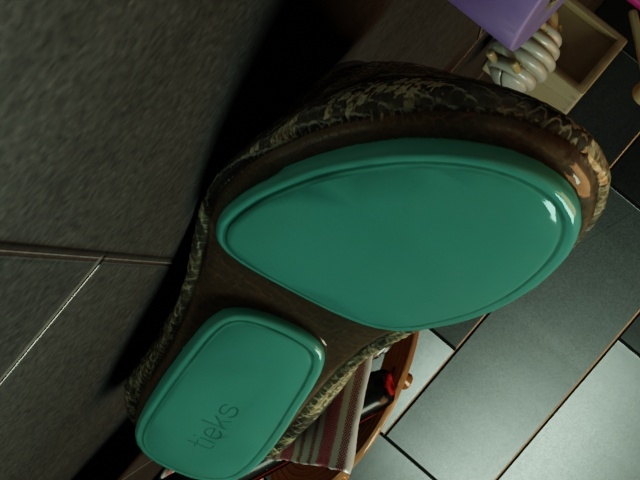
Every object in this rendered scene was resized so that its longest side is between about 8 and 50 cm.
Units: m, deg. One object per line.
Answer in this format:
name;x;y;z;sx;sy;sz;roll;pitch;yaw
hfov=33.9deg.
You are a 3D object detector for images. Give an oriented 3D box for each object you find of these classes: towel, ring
towel;-0.013;0.103;0.823;0.197;0.029;0.144;-10;-114;59
ring;0.033;0.186;1.376;0.336;0.032;0.336;-49;-158;27

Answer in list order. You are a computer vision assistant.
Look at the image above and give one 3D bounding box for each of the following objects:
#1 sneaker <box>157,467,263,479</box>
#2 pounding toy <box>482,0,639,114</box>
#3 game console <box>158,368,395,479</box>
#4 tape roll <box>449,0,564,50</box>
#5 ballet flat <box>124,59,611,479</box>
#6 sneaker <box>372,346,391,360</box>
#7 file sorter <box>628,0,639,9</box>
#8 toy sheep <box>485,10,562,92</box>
sneaker;-0.166;0.378;1.751;0.314;0.136;0.116;-46;172;-29
pounding toy;0.355;-0.237;1.407;0.181;0.206;0.094;-47;174;-28
game console;-0.106;0.237;1.089;0.386;0.060;0.342;-28;169;-5
tape roll;0.136;-0.203;0.575;0.189;0.080;0.189;-50;175;-6
ballet flat;0.000;0.000;0.645;0.483;0.164;0.182;-48;-160;53
sneaker;0.064;-0.004;1.074;0.283;0.124;0.107;-58;-174;-9
file sorter;0.540;-0.394;1.419;0.202;0.290;0.182;-50;171;0
toy sheep;0.234;-0.218;1.223;0.132;0.091;0.091;-55;174;1
